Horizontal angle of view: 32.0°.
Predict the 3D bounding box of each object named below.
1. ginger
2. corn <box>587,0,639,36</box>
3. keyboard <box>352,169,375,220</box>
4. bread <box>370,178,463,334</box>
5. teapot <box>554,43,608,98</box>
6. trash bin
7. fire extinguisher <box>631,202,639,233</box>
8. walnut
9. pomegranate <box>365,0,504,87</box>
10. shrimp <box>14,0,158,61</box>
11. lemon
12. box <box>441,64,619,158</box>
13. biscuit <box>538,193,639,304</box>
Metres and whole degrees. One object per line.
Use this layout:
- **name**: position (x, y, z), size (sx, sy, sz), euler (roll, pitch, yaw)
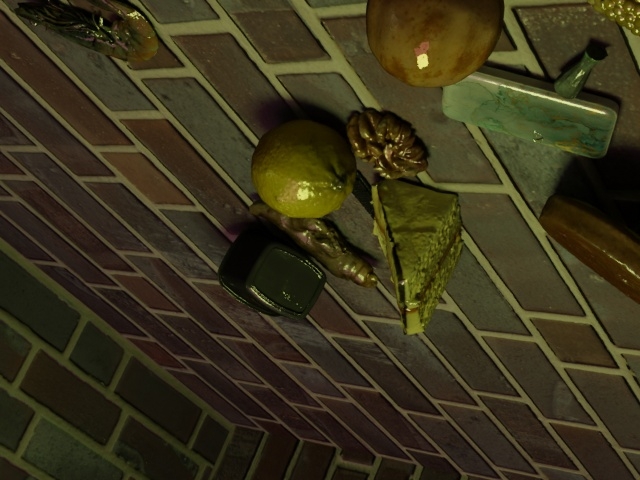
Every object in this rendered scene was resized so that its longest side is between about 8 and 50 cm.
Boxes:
- **ginger**: position (0.001, 0.001, 2.555), size (0.333, 0.080, 0.166), euler (43, 152, -23)
- **corn**: position (0.514, -0.281, 1.430), size (0.347, 0.130, 0.130), euler (25, 157, 8)
- **keyboard**: position (0.099, -0.087, 2.351), size (0.060, 0.018, 0.195), euler (7, 151, 39)
- **bread**: position (0.162, 0.038, 2.269), size (0.198, 0.236, 0.263), euler (13, 153, 17)
- **teapot**: position (0.396, -0.259, 1.693), size (0.043, 0.043, 0.110), euler (25, 152, -3)
- **trash bin**: position (-0.117, 0.083, 2.650), size (0.209, 0.182, 0.290), euler (34, 173, -17)
- **fire extinguisher**: position (0.679, 0.006, 1.899), size (0.337, 0.114, 0.135), euler (24, 125, -2)
- **walnut**: position (0.121, -0.172, 2.093), size (0.170, 0.069, 0.143), euler (40, 153, -26)
- **pomegranate**: position (0.157, -0.319, 1.580), size (0.207, 0.207, 0.207), euler (20, 156, 9)
- **shrimp**: position (-0.446, -0.424, 2.118), size (0.296, 0.058, 0.169), euler (19, 149, 2)
- **lemon**: position (-0.033, -0.137, 2.152), size (0.231, 0.192, 0.192), euler (22, 163, 50)
- **box**: position (0.339, -0.216, 1.832), size (0.285, 0.044, 0.142), euler (18, 151, 13)
- **biscuit**: position (0.535, 0.034, 1.959), size (0.350, 0.070, 0.394), euler (38, -179, 4)
